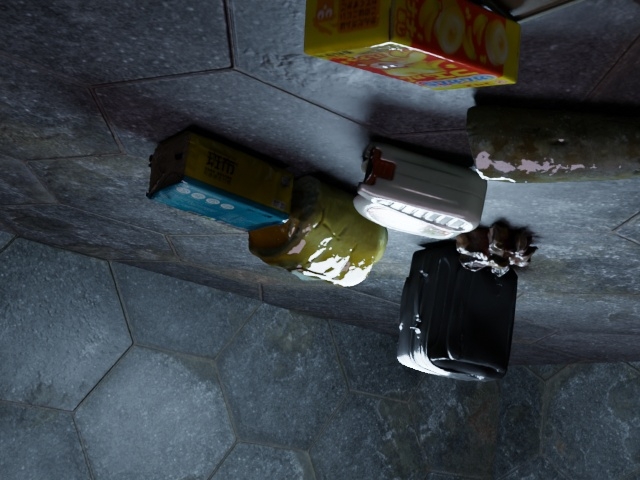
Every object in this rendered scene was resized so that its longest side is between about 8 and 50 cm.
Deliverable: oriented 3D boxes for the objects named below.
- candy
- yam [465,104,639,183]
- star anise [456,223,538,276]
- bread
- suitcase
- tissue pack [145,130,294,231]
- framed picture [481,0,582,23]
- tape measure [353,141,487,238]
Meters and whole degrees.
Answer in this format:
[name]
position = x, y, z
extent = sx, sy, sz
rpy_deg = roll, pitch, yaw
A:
[candy]
position = 0.122, -0.258, 0.966
extent = 0.146, 0.087, 0.276
rpy_deg = 3, -178, 43
[yam]
position = 0.406, -0.157, 1.259
extent = 0.331, 0.133, 0.133
rpy_deg = 2, 163, 9
[star anise]
position = 0.431, 0.029, 1.912
extent = 0.220, 0.098, 0.214
rpy_deg = 18, 152, -29
[bread]
position = 0.000, 0.000, 1.848
extent = 0.301, 0.210, 0.341
rpy_deg = -5, 160, 44
[suitcase]
position = 0.373, 0.202, 2.092
extent = 0.340, 0.345, 0.188
rpy_deg = 18, 166, -30
[tissue pack]
position = -0.218, -0.125, 1.659
extent = 0.271, 0.133, 0.192
rpy_deg = 20, 159, -34
[framed picture]
position = 0.239, -0.335, 0.921
extent = 0.203, 0.015, 0.150
rpy_deg = 23, 158, -39
[tape measure]
position = 0.193, -0.098, 1.559
extent = 0.258, 0.130, 0.265
rpy_deg = 14, 169, -7
